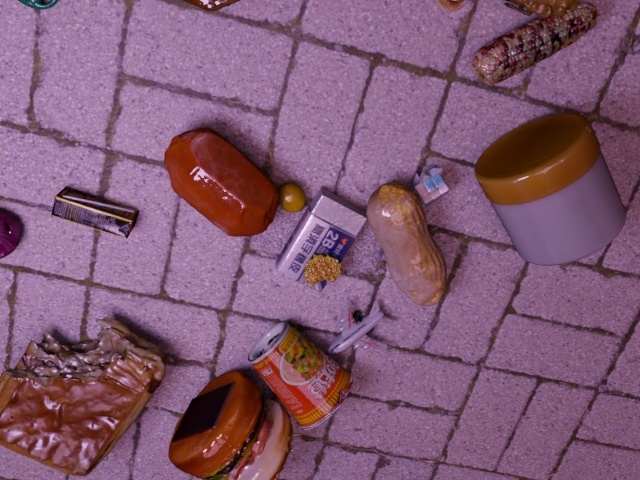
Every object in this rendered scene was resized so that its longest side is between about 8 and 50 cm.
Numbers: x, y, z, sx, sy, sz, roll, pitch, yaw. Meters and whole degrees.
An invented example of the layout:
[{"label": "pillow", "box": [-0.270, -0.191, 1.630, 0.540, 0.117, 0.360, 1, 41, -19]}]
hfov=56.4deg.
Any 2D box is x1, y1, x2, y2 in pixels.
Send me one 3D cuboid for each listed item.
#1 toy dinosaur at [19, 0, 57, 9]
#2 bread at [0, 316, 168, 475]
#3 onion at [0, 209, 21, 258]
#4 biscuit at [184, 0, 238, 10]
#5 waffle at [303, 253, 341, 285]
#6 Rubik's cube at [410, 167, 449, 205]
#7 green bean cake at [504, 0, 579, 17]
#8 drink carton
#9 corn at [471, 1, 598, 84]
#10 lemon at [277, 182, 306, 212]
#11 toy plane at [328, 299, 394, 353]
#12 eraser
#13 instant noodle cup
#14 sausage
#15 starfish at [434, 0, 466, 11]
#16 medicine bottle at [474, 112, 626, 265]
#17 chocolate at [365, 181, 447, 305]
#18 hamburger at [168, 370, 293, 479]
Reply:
[{"label": "toy dinosaur", "box": [-0.521, -0.488, 1.130, 0.132, 0.059, 0.096, 5, 122, 5]}, {"label": "bread", "box": [-0.569, 0.343, 1.417, 0.314, 0.191, 0.370, 32, 97, -9]}, {"label": "onion", "box": [-0.718, -0.012, 1.308, 0.115, 0.104, 0.115, 7, 70, -20]}, {"label": "biscuit", "box": [-0.201, -0.598, 1.064, 0.359, 0.046, 0.359, 0, 103, 1]}, {"label": "waffle", "box": [0.005, 0.066, 1.336, 0.085, 0.016, 0.078, 2, 115, -9]}, {"label": "Rubik's cube", "box": [0.238, -0.122, 1.308, 0.075, 0.084, 0.073, -30, 85, -7]}, {"label": "green bean cake", "box": [0.388, -0.546, 1.097, 0.229, 0.131, 0.224, 16, 112, -11]}, {"label": "drink carton", "box": [-0.489, -0.062, 1.303, 0.165, 0.071, 0.056, 18, 114, -11]}, {"label": "corn", "box": [0.424, -0.395, 1.189, 0.253, 0.086, 0.086, -28, 112, 7]}, {"label": "lemon", "box": [-0.063, -0.093, 1.311, 0.062, 0.062, 0.083, -30, 130, 10]}, {"label": "toy plane", "box": [0.089, 0.220, 1.451, 0.171, 0.065, 0.162, -34, 111, 14]}, {"label": "eraser", "box": [0.000, 0.000, 1.352, 0.124, 0.068, 0.210, 28, 109, -14]}, {"label": "instant noodle cup", "box": [-0.056, 0.311, 1.432, 0.193, 0.193, 0.212, -40, 101, 14]}, {"label": "sausage", "box": [-0.206, -0.119, 1.243, 0.268, 0.153, 0.141, 41, 143, -17]}, {"label": "starfish", "box": [0.227, -0.570, 1.023, 0.375, 0.094, 0.327, 18, 102, 31]}, {"label": "medicine bottle", "box": [0.474, -0.105, 1.234, 0.238, 0.238, 0.232, -30, 113, 10]}, {"label": "chocolate", "box": [0.196, 0.008, 1.330, 0.134, 0.134, 0.309, -23, 111, 7]}, {"label": "hamburger", "box": [-0.208, 0.479, 1.434, 0.291, 0.291, 0.225, -38, 114, 13]}]
